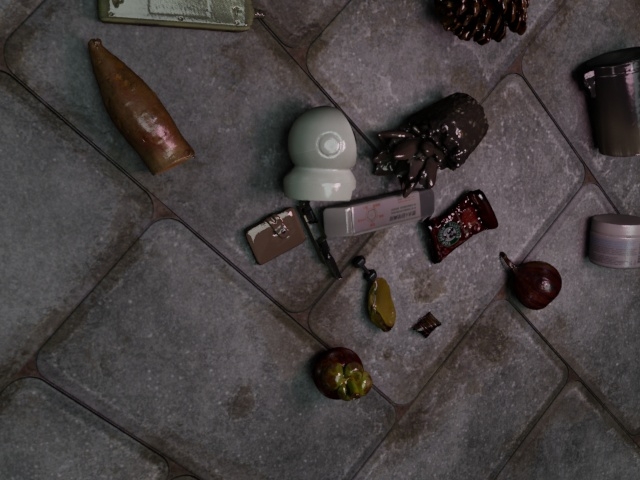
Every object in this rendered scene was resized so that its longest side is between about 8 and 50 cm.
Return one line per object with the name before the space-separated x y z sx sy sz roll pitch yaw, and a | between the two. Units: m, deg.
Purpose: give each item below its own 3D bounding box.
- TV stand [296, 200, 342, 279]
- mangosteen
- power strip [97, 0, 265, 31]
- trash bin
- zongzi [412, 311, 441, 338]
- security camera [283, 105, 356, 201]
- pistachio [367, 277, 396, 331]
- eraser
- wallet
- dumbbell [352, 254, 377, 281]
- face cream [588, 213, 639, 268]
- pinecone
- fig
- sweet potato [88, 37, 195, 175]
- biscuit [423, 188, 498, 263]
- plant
TV stand | 0.000 0.000 1.821 0.042 0.036 0.249 -31 113 -17
mangosteen | 0.063 0.370 1.856 0.155 0.181 0.146 -6 84 -21
power strip | -0.313 -0.536 1.542 0.387 0.066 0.092 -3 101 -22
trash bin | 0.948 -0.426 2.085 0.252 0.203 0.302 -19 111 -1
zongzi | 0.313 0.262 2.020 0.073 0.067 0.083 12 113 -34
security camera | 0.001 -0.221 1.690 0.194 0.194 0.236 -2 99 -25
pistachio | 0.167 0.187 1.935 0.089 0.049 0.173 -30 113 -40
eraser | 0.169 -0.080 1.855 0.351 0.061 0.089 -13 106 -30
wallet | -0.118 -0.013 1.762 0.152 0.039 0.118 -29 114 -16
dumbbell | 0.126 0.080 1.899 0.040 0.036 0.083 -45 116 -10
face cream | 0.984 0.002 2.209 0.177 0.177 0.153 -8 107 -24
pinecone | 0.437 -0.629 1.782 0.272 0.224 0.224 -22 110 -21
fig | 0.674 0.129 2.102 0.202 0.149 0.148 41 44 -40
sweet potato | -0.420 -0.297 1.504 0.131 0.131 0.337 -40 115 -12
biscuit | 0.409 -0.045 1.989 0.235 0.063 0.151 -33 113 -12
plant | 0.297 -0.269 1.826 0.320 0.181 0.194 -40 115 -18
